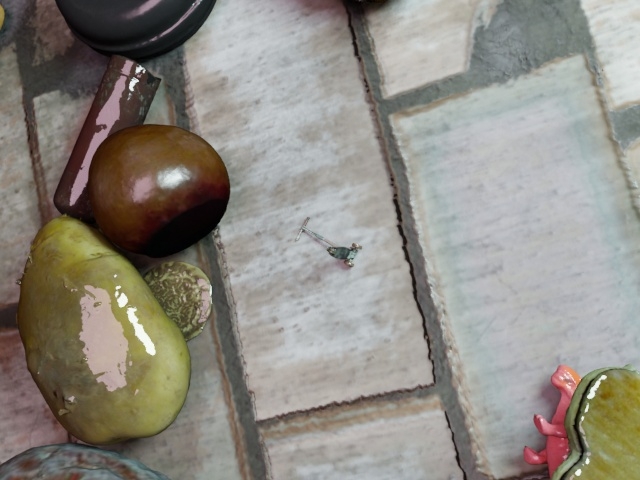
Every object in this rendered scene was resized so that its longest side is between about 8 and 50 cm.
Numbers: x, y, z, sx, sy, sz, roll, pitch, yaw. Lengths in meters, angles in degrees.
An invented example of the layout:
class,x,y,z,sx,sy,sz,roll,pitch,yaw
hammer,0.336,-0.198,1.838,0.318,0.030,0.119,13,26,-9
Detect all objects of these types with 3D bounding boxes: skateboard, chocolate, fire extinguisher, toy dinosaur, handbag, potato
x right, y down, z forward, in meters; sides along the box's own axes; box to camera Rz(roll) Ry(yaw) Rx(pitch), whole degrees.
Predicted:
class,x,y,z,sx,sy,sz,roll,pitch,yaw
skateboard,0.000,0.000,0.810,0.083,0.063,0.032,29,99,31
chocolate,-0.202,-0.072,0.830,0.176,0.176,0.177,-3,80,17
fire extinguisher,-0.284,-0.104,0.911,0.089,0.072,0.268,22,88,-18
toy dinosaur,0.291,0.263,0.683,0.138,0.070,0.286,-9,80,-6
handbag,-0.249,-0.399,0.930,0.253,0.093,0.308,-11,78,16
potato,-0.274,0.107,0.826,0.191,0.141,0.296,-37,73,24

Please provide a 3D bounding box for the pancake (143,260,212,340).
class,x,y,z,sx,sy,sz,roll,pitch,yaw
pancake,-0.188,0.080,0.877,0.114,0.011,0.115,-3,80,17

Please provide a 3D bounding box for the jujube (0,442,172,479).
class,x,y,z,sx,sy,sz,roll,pitch,yaw
jujube,-0.264,0.354,0.750,0.307,0.215,0.247,1,82,20

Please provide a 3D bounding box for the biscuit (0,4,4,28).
class,x,y,z,sx,sy,sz,roll,pitch,yaw
biscuit,-0.589,-0.264,1.043,0.202,0.044,0.289,37,92,19

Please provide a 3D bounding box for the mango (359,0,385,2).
class,x,y,z,sx,sy,sz,roll,pitch,yaw
mango,0.036,-0.382,0.811,0.248,0.156,0.151,36,57,18

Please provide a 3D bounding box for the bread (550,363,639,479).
class,x,y,z,sx,sy,sz,roll,pitch,yaw
bread,0.315,0.260,0.623,0.286,0.056,0.207,44,77,6
